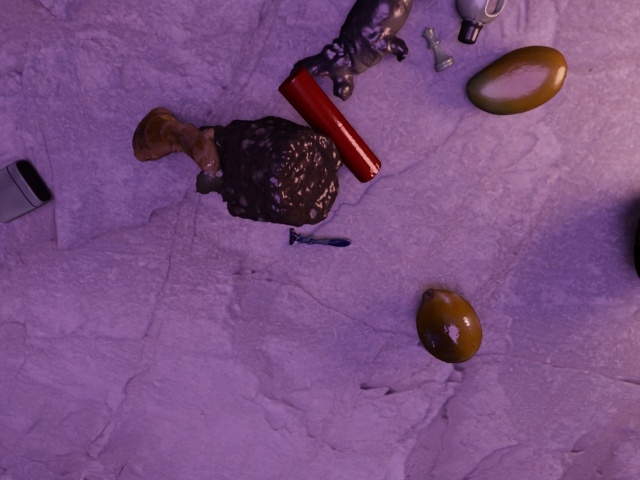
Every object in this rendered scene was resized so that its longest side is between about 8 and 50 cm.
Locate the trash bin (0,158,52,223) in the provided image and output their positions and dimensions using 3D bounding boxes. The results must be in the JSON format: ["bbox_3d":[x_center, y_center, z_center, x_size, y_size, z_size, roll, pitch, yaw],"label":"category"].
[{"bbox_3d":[-0.743,-0.118,1.105,0.130,0.059,0.116,-24,105,13],"label":"trash bin"}]

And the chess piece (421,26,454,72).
[{"bbox_3d":[0.243,-0.404,0.954,0.042,0.042,0.093,-27,100,12],"label":"chess piece"}]

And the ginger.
[{"bbox_3d":[-0.309,-0.202,0.959,0.131,0.295,0.086,-58,142,-6],"label":"ginger"}]

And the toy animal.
[{"bbox_3d":[0.096,-0.412,0.927,0.168,0.106,0.343,40,110,-11],"label":"toy animal"}]

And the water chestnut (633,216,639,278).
[{"bbox_3d":[0.810,0.011,0.943,0.245,0.289,0.289,-27,105,7],"label":"water chestnut"}]

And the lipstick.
[{"bbox_3d":[0.027,-0.238,0.971,0.073,0.073,0.280,-38,118,15],"label":"lipstick"}]

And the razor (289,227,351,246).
[{"bbox_3d":[-0.001,0.001,1.114,0.155,0.028,0.044,6,109,2],"label":"razor"}]

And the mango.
[{"bbox_3d":[0.403,-0.328,0.941,0.195,0.092,0.130,-6,110,10],"label":"mango"}]

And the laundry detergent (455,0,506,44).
[{"bbox_3d":[0.327,-0.506,0.895,0.099,0.070,0.225,13,109,-7],"label":"laundry detergent"}]

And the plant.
[{"bbox_3d":[-0.128,-0.156,0.981,0.313,0.213,0.215,17,114,40],"label":"plant"}]

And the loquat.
[{"bbox_3d":[0.307,0.204,1.104,0.152,0.152,0.195,-30,102,13],"label":"loquat"}]
